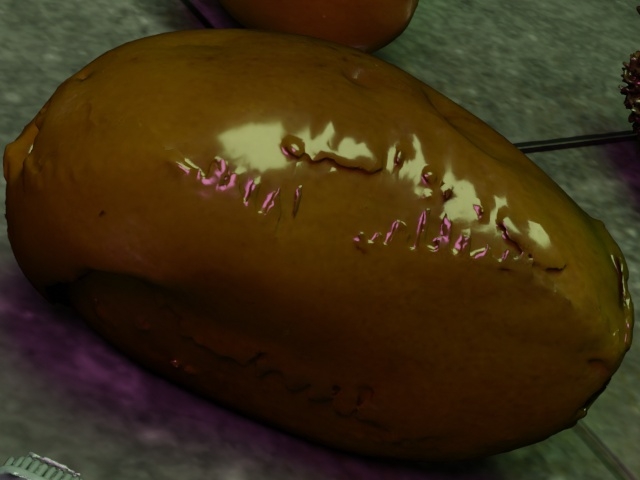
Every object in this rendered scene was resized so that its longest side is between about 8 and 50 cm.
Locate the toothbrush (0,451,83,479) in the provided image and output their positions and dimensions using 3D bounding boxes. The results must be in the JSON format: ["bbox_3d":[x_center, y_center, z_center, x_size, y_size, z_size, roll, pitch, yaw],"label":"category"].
[{"bbox_3d":[-0.015,0.125,0.646,0.219,0.016,0.019,23,24,4],"label":"toothbrush"}]

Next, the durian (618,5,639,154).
[{"bbox_3d":[0.203,-0.061,0.985,0.110,0.071,0.140,-18,63,-38],"label":"durian"}]

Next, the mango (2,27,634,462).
[{"bbox_3d":[0.000,0.000,0.708,0.248,0.151,0.156,23,-1,7],"label":"mango"}]

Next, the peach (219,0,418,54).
[{"bbox_3d":[0.000,-0.161,0.960,0.138,0.138,0.138,15,34,-10],"label":"peach"}]
